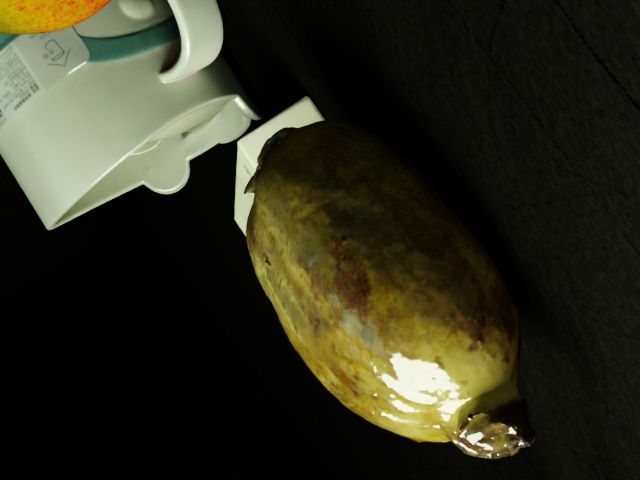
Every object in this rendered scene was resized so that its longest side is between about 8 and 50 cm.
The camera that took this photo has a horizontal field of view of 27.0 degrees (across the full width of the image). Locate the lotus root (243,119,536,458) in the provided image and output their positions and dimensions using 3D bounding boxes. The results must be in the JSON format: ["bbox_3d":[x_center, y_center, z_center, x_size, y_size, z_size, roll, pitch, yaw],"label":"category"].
[{"bbox_3d":[0.044,0.034,0.824,0.260,0.128,0.145,51,159,27],"label":"lotus root"}]

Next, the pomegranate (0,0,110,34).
[{"bbox_3d":[-0.240,-0.246,0.953,0.221,0.257,0.221,34,161,14],"label":"pomegranate"}]

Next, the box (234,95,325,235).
[{"bbox_3d":[0.000,0.000,1.104,0.164,0.069,0.256,56,170,8],"label":"box"}]

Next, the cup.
[{"bbox_3d":[-0.193,-0.171,1.177,0.258,0.219,0.289,57,141,1],"label":"cup"}]
